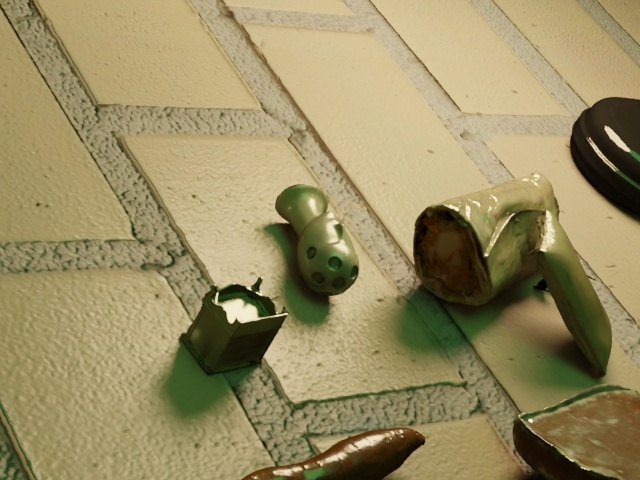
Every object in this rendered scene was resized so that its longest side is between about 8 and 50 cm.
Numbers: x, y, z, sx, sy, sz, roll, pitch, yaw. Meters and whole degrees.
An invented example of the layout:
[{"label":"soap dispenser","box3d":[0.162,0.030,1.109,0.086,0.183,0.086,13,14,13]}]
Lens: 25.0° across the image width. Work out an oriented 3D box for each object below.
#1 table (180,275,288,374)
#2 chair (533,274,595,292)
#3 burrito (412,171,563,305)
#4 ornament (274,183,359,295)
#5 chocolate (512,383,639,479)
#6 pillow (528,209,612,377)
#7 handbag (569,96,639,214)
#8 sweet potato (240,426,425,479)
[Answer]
[{"label":"table","box3d":[-0.092,0.090,1.554,0.079,0.083,0.062,-9,51,-44]},{"label":"chair","box3d":[0.335,0.057,1.981,0.086,0.037,0.042,23,46,-20]},{"label":"burrito","box3d":[0.220,-0.004,1.890,0.105,0.143,0.299,11,17,31]},{"label":"ornament","box3d":[0.000,0.000,1.754,0.075,0.081,0.156,21,28,-33]},{"label":"chocolate","box3d":[0.336,0.252,1.687,0.254,0.080,0.157,-8,35,-47]},{"label":"pillow","box3d":[0.328,0.070,1.872,0.208,0.053,0.119,60,18,-23]},{"label":"handbag","box3d":[0.548,-0.131,2.349,0.308,0.093,0.253,1,43,-38]},{"label":"sweet potato","box3d":[0.018,0.234,1.481,0.265,0.057,0.057,-11,52,-44]}]
